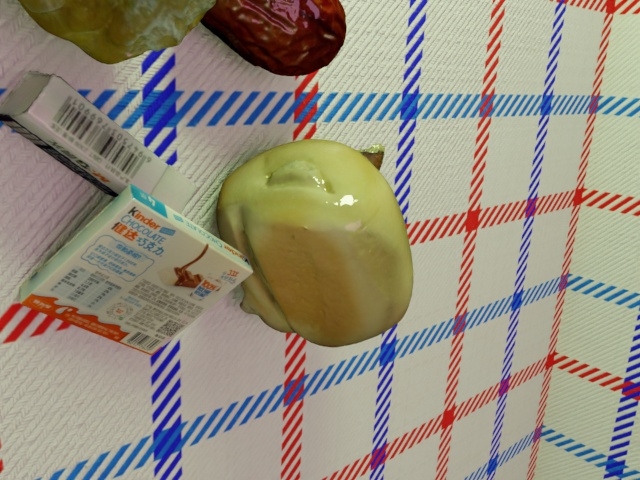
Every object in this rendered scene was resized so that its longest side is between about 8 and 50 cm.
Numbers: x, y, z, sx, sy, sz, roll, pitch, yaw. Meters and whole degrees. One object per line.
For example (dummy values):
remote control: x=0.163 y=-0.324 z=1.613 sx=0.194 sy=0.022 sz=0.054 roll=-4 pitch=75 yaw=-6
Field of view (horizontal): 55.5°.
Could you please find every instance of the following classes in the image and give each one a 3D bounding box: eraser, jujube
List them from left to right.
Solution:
eraser: x=-0.337 y=-0.135 z=0.941 sx=0.287 sy=0.130 sz=0.086 roll=42 pitch=71 yaw=-41
jujube: x=-0.079 y=-0.391 z=1.051 sx=0.290 sy=0.197 sz=0.197 roll=9 pitch=97 yaw=-45

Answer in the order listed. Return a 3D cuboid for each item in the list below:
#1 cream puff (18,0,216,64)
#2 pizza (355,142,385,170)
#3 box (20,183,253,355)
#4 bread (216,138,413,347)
cream puff: x=-0.275 y=-0.447 z=0.785 sx=0.379 sy=0.275 sz=0.378 roll=-4 pitch=127 yaw=-6
pizza: x=0.030 y=-0.152 z=1.278 sx=0.188 sy=0.080 sz=0.204 roll=25 pitch=122 yaw=-31
box: x=-0.297 y=0.064 z=1.015 sx=0.265 sy=0.048 sz=0.273 roll=-38 pitch=135 yaw=14
bread: x=0.000 y=0.000 z=1.168 sx=0.253 sy=0.348 sz=0.376 roll=-60 pitch=140 yaw=-39
